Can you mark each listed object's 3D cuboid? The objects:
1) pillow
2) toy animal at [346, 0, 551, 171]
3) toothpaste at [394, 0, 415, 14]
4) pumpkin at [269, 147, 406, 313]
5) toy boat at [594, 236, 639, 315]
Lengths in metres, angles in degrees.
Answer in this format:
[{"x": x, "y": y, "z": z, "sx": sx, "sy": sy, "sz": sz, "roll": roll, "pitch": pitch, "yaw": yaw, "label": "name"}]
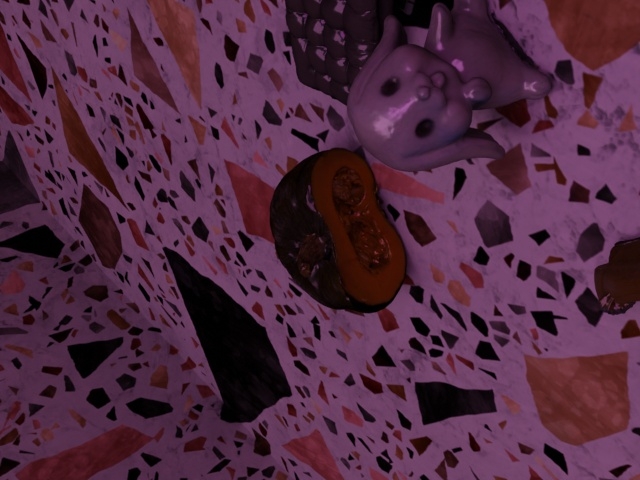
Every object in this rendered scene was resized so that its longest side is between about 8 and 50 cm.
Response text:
[{"x": 0.038, "y": -0.353, "z": 1.231, "sx": 0.228, "sy": 0.101, "sz": 0.326, "roll": 36, "pitch": 149, "yaw": 32, "label": "pillow"}, {"x": 0.162, "y": -0.227, "z": 1.078, "sx": 0.174, "sy": 0.289, "sz": 0.249, "roll": -45, "pitch": 60, "yaw": 58, "label": "toy animal"}, {"x": 0.073, "y": -0.431, "z": 1.211, "sx": 0.204, "sy": 0.031, "sz": 0.049, "roll": 40, "pitch": 144, "yaw": 21, "label": "toothpaste"}, {"x": 0.000, "y": 0.000, "z": 1.474, "sx": 0.232, "sy": 0.242, "sz": 0.325, "roll": -14, "pitch": 102, "yaw": 46, "label": "pumpkin"}, {"x": 0.517, "y": 0.049, "z": 0.998, "sx": 0.321, "sy": 0.089, "sz": 0.121, "roll": -16, "pitch": 110, "yaw": 54, "label": "toy boat"}]
